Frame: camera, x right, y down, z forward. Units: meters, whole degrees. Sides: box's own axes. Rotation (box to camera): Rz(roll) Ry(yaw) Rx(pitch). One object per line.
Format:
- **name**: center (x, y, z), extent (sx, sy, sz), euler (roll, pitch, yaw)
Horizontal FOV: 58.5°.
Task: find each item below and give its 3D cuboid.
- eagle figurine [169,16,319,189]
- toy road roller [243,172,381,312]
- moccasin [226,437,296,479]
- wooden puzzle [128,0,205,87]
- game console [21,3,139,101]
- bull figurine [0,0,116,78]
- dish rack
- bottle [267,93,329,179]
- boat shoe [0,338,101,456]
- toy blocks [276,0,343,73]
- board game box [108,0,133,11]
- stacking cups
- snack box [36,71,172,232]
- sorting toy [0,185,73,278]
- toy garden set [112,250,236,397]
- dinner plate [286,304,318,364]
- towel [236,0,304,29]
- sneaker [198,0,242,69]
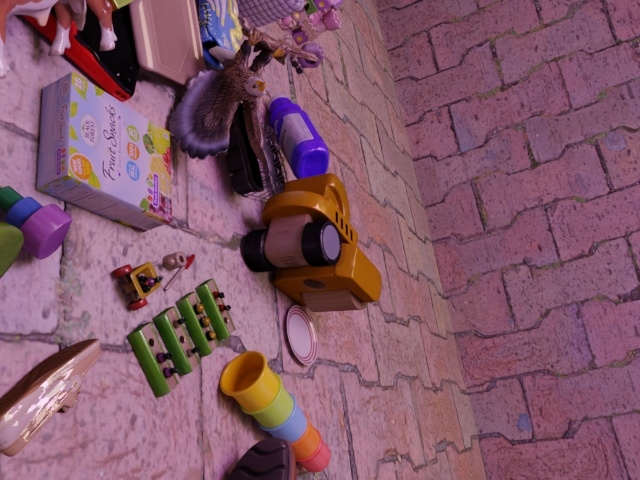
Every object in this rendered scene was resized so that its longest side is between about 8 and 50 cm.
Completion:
- **eagle figurine**: center (-0.157, -0.277, 1.149), extent (0.225, 0.227, 0.298), euler (-18, 126, -85)
- **toy road roller**: center (0.000, 0.000, 1.301), extent (0.329, 0.203, 0.240), euler (49, 44, -45)
- **moccasin**: center (-0.087, 0.498, 0.873), extent (0.147, 0.139, 0.379), euler (57, 23, -46)
- **wooden puzzle**: center (-0.304, -0.417, 1.118), extent (0.239, 0.044, 0.220), euler (-17, 99, -75)
- **game console**: center (-0.414, -0.474, 0.962), extent (0.342, 0.060, 0.386), euler (52, 30, -52)
- **bull figurine**: center (-0.404, -0.319, 0.732), extent (0.310, 0.101, 0.188), euler (-37, 131, -44)
- **dish rack**: center (-0.137, -0.191, 1.353), extent (0.271, 0.074, 0.208), euler (9, 66, -66)
- **bottle**: center (-0.065, -0.275, 1.468), extent (0.118, 0.092, 0.282), euler (98, -26, -46)
- **boat shoe**: center (-0.319, 0.181, 0.675), extent (0.170, 0.063, 0.059), euler (-49, 122, -54)
- **toy blocks**: center (-0.019, -0.763, 1.809), extent (0.288, 0.260, 0.308), euler (48, 32, -46)
- **board game box**: center (-0.368, -0.515, 0.919), extent (0.124, 0.039, 0.259), euler (-57, 132, -44)
- **stacking cups**: center (-0.073, 0.347, 1.089), extent (0.096, 0.096, 0.316), euler (-78, 146, -50)
- **snack box**: center (-0.322, -0.127, 0.879), extent (0.207, 0.070, 0.174), euler (28, 49, -57)
- **sorting toy**: center (-0.412, 0.008, 0.575), extent (0.126, 0.127, 0.365), euler (39, 24, -1)
- **toy garden set**: center (-0.227, 0.106, 0.951), extent (0.203, 0.049, 0.244), euler (68, 23, -9)
- **dinner plate**: center (-0.046, 0.221, 1.329), extent (0.141, 0.017, 0.141), euler (50, 31, -44)
- **towel**: center (-0.184, -0.656, 1.360), extent (0.283, 0.235, 0.121), euler (52, 50, -37)
- **sneaker**: center (-0.242, -0.499, 1.316), extent (0.126, 0.091, 0.240), euler (-32, 104, -66)
